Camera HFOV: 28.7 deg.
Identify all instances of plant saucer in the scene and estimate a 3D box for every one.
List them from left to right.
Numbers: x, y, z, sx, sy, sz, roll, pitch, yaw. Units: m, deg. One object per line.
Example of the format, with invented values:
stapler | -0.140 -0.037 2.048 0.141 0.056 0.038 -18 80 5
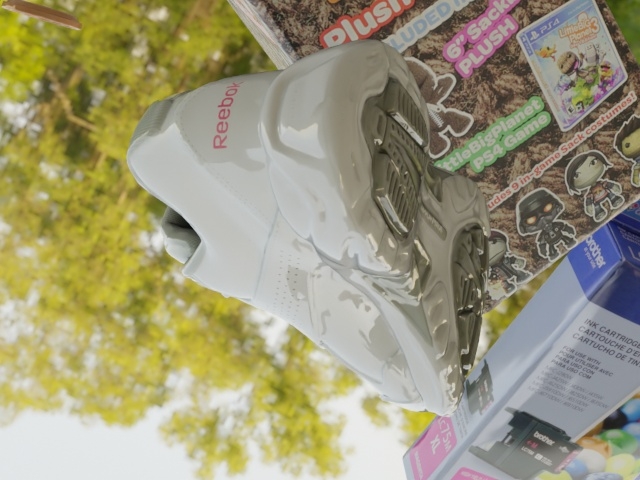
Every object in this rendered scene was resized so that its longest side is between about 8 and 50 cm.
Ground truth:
plant saucer | -0.286 -0.234 1.288 0.083 0.013 0.083 16 -176 -1

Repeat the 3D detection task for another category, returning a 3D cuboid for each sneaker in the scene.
sneaker | 0.000 0.000 0.499 0.115 0.090 0.232 3 151 22

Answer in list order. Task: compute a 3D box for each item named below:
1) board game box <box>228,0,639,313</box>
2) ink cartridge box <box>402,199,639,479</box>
board game box | 0.030 -0.144 0.673 0.291 0.141 0.232 52 -178 -33
ink cartridge box | 0.218 0.103 0.898 0.185 0.311 0.065 22 -151 -21
